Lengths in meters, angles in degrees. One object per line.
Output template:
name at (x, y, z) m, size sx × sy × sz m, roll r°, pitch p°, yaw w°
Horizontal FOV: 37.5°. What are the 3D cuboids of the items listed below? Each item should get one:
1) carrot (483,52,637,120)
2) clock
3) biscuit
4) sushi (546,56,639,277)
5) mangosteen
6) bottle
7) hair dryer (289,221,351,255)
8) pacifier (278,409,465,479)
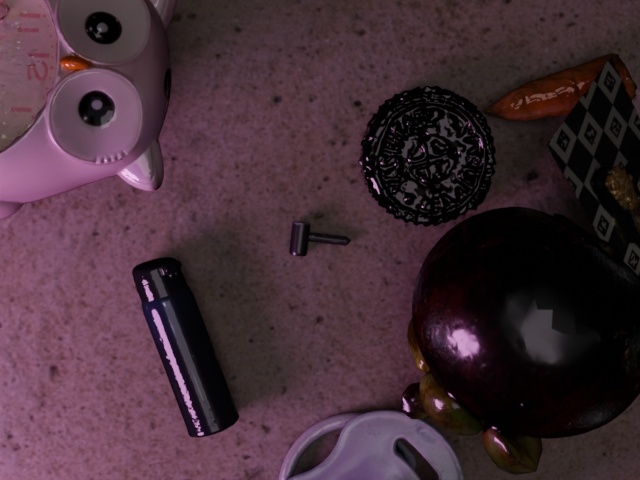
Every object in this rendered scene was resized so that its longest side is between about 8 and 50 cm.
carrot at (0.321, -0.199, 1.286) m, size 0.205 × 0.072 × 0.072 m, roll -15°, pitch 96°, yaw -4°
clock at (-0.365, -0.198, 1.133) m, size 0.377 × 0.250 × 0.368 m, roll 5°, pitch 89°, yaw -1°
biscuit at (0.146, -0.115, 1.286) m, size 0.195 × 0.053 × 0.194 m, roll 0°, pitch 95°, yaw -4°
sushi at (0.411, -0.077, 1.233) m, size 0.192 × 0.043 × 0.279 m, roll -50°, pitch 120°, yaw -29°
mangosteen at (0.259, 0.118, 1.194) m, size 0.330 × 0.330 × 0.330 m, roll 0°, pitch 95°, yaw -5°
bottle at (-0.185, 0.141, 1.271) m, size 0.072 × 0.082 × 0.244 m, roll -26°, pitch 100°, yaw -47°
hair dryer at (0.000, 0.000, 1.300) m, size 0.083 × 0.026 × 0.047 m, roll 5°, pitch 97°, yaw -13°
pacifier at (0.048, 0.344, 1.236) m, size 0.287 × 0.226 × 0.238 m, roll -39°, pitch 78°, yaw -2°
